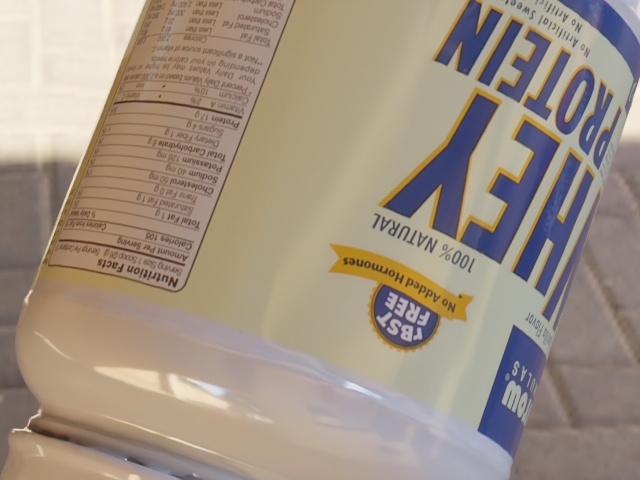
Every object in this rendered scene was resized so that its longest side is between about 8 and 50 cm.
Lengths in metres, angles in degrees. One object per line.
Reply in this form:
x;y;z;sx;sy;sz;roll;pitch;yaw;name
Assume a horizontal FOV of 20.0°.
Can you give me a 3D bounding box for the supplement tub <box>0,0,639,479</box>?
0.000;0.000;0.844;0.235;0.324;0.235;19;-11;4;supplement tub
